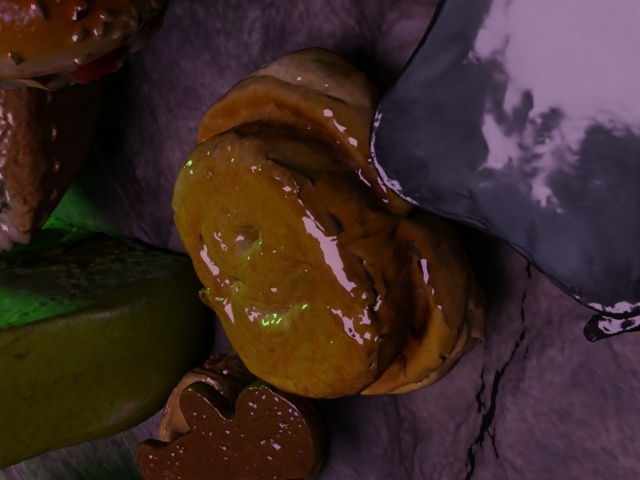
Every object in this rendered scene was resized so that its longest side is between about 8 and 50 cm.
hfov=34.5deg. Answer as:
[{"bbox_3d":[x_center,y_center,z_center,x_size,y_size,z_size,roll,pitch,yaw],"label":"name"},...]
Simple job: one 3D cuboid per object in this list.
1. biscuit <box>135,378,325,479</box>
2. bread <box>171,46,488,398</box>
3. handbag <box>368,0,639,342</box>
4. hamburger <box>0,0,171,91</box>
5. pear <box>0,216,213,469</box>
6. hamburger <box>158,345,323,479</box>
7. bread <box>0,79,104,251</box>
[{"bbox_3d":[-0.059,0.166,0.779,0.138,0.031,0.205,48,134,7],"label":"biscuit"},{"bbox_3d":[-0.002,0.000,0.681,0.198,0.120,0.236,-26,92,55],"label":"bread"},{"bbox_3d":[0.144,-0.117,0.495,0.191,0.075,0.332,31,120,18],"label":"handbag"},{"bbox_3d":[-0.207,-0.236,0.632,0.176,0.300,0.300,-2,111,60],"label":"hamburger"},{"bbox_3d":[-0.277,0.105,0.881,0.286,0.281,0.176,14,115,37],"label":"pear"},{"bbox_3d":[-0.065,0.168,0.862,0.138,0.083,0.147,46,134,19],"label":"hamburger"},{"bbox_3d":[-0.279,-0.117,0.843,0.274,0.149,0.274,17,116,40],"label":"bread"}]
